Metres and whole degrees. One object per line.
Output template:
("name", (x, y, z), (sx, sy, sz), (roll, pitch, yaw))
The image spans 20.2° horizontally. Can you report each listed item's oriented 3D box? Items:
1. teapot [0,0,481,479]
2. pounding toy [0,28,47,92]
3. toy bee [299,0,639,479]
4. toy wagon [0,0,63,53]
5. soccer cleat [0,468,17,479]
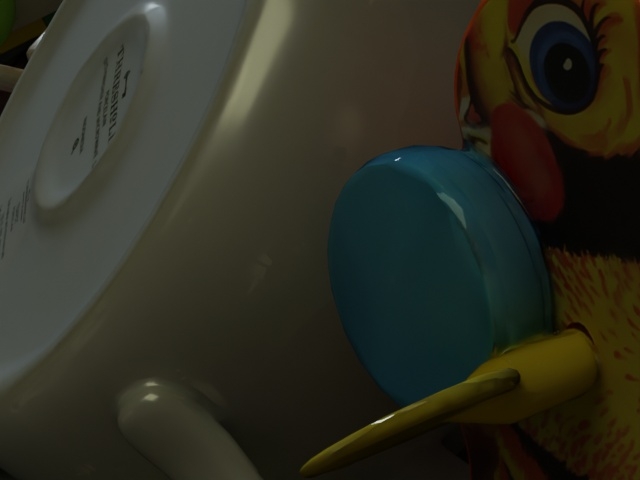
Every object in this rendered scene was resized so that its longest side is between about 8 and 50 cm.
("teapot", (0.000, 0.000, 0.610), (0.252, 0.187, 0.256), (5, 69, 63))
("pounding toy", (-0.072, -0.070, 0.781), (0.100, 0.130, 0.141), (4, 45, 37))
("toy bee", (0.069, -0.005, 0.427), (0.195, 0.298, 0.162), (-41, 18, -26))
("toy wagon", (-0.196, -0.164, 1.016), (0.344, 0.068, 0.267), (-28, 26, -5))
("soccer cleat", (-0.152, 0.068, 0.693), (0.143, 0.116, 0.331), (19, 34, 4))
